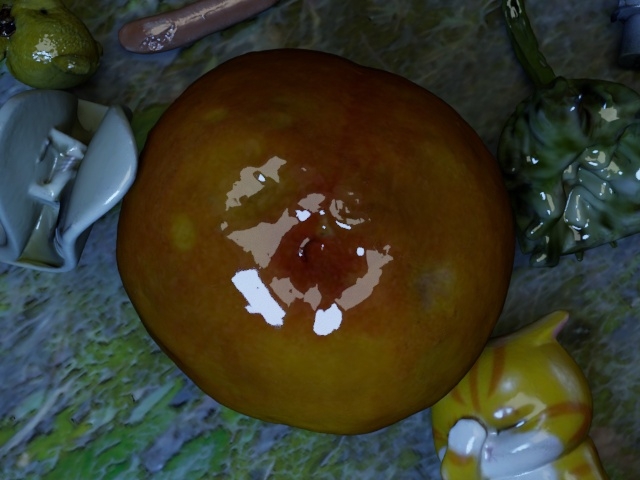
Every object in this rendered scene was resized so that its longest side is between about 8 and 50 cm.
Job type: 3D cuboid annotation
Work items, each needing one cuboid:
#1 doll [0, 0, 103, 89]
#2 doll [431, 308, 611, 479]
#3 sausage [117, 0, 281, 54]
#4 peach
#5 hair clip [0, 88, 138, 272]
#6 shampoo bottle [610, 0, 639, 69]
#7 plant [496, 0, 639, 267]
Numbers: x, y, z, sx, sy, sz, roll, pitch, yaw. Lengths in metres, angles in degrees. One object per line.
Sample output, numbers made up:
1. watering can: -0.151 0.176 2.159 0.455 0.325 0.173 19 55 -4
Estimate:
1. doll: -0.309 -0.207 0.945 0.209 0.137 0.097 16 112 -7
2. doll: 0.194 0.214 0.915 0.166 0.162 0.270 -18 89 24
3. sausage: -0.115 -0.231 1.012 0.186 0.043 0.043 -24 84 -7
4. peach: 0.000 0.000 0.853 0.342 0.301 0.343 0 83 -2
5. hair clip: -0.230 -0.060 0.871 0.113 0.282 0.172 21 80 -14
6. shampoo bottle: 0.352 -0.285 1.043 0.072 0.072 0.214 14 81 -2
7. plant: 0.259 -0.140 0.982 0.180 0.251 0.333 -3 52 10
